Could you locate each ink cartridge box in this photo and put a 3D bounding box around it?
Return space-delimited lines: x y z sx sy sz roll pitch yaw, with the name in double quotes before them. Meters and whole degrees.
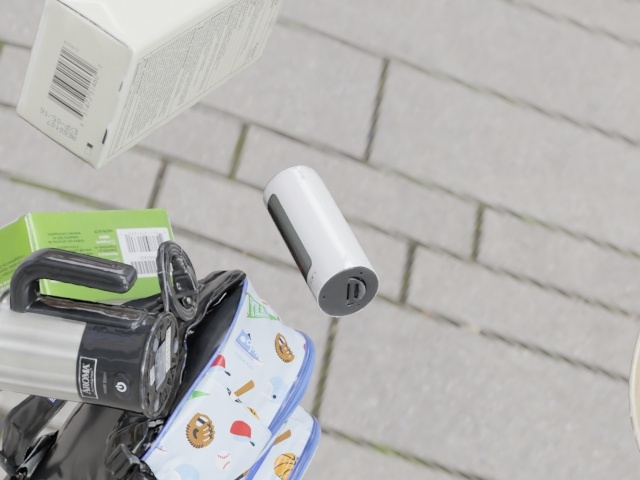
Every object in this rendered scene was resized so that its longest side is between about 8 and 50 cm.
"ink cartridge box" -0.294 0.051 1.811 0.189 0.255 0.097 -3 74 -48

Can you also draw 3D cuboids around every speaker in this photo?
"speaker" 0.000 0.000 1.445 0.055 0.055 0.136 -4 41 -24

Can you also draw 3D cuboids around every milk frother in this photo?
"milk frother" -0.175 0.062 1.389 0.134 0.129 0.143 9 10 13

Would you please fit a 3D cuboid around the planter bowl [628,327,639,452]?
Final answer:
"planter bowl" 0.223 0.062 0.713 0.109 0.162 0.162 34 38 -34

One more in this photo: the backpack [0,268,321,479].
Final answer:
"backpack" -0.121 0.164 1.607 0.213 0.276 0.263 40 65 -27

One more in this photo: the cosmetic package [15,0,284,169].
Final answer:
"cosmetic package" -0.160 -0.216 1.789 0.113 0.160 0.309 34 39 12
